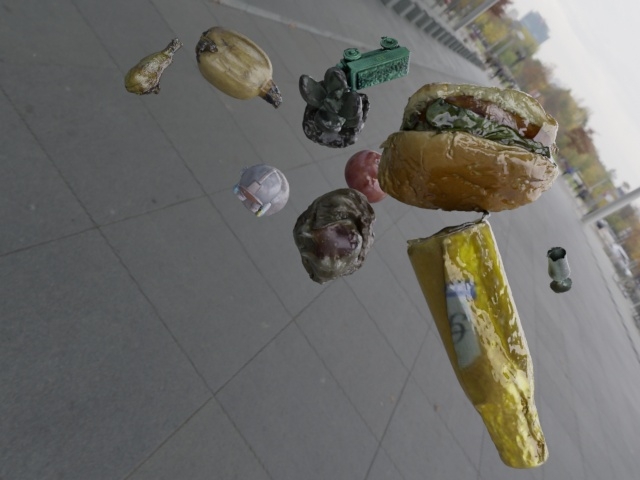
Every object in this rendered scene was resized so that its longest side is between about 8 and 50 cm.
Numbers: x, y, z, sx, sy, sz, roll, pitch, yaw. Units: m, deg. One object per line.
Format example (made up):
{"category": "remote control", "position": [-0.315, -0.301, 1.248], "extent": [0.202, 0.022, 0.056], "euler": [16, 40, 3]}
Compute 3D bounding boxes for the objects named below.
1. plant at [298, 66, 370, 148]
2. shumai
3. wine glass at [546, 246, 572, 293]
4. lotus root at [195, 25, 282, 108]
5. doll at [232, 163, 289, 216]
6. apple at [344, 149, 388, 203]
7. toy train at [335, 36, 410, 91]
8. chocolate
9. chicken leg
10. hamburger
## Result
{"category": "plant", "position": [0.033, -0.286, 1.165], "extent": [0.274, 0.147, 0.149], "euler": [26, 71, -87]}
{"category": "shumai", "position": [0.000, -0.004, 1.146], "extent": [0.185, 0.218, 0.183], "euler": [-4, 67, -54]}
{"category": "wine glass", "position": [0.409, 0.048, 0.922], "extent": [0.039, 0.042, 0.083], "euler": [42, -19, 55]}
{"category": "lotus root", "position": [-0.241, -0.528, 1.673], "extent": [0.310, 0.182, 0.182], "euler": [33, 30, -12]}
{"category": "doll", "position": [-0.153, -0.140, 1.434], "extent": [0.151, 0.151, 0.287], "euler": [55, -2, -2]}
{"category": "apple", "position": [0.141, -0.183, 1.518], "extent": [0.153, 0.120, 0.153], "euler": [29, 41, -29]}
{"category": "toy train", "position": [0.120, -0.383, 1.176], "extent": [0.070, 0.172, 0.099], "euler": [86, -20, -51]}
{"category": "chocolate", "position": [0.298, 0.179, 0.945], "extent": [0.162, 0.162, 0.445], "euler": [-16, 85, -64]}
{"category": "chicken leg", "position": [-0.378, -0.397, 1.241], "extent": [0.070, 0.093, 0.178], "euler": [26, 67, 8]}
{"category": "hamburger", "position": [0.240, -0.169, 0.942], "extent": [0.209, 0.330, 0.162], "euler": [57, 42, -54]}
